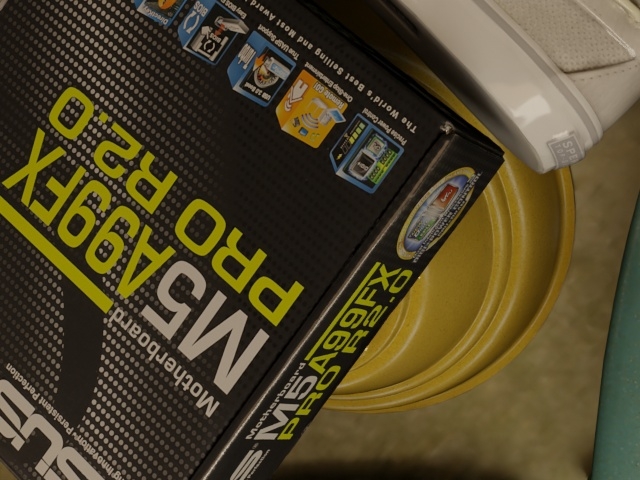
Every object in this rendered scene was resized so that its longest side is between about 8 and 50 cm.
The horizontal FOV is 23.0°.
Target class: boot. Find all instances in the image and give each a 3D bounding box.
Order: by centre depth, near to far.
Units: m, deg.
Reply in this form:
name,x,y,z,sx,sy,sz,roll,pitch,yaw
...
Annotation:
name,x,y,z,sx,sy,sz,roll,pitch,yaw
boot,0.051,-0.157,0.634,0.123,0.095,0.258,-42,84,-2

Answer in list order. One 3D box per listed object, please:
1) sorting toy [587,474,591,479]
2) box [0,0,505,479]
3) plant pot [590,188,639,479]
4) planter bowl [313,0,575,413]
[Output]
name,x,y,z,sx,sy,sz,roll,pitch,yaw
sorting toy,0.123,0.240,0.786,0.196,0.047,0.348,35,114,8
box,-0.092,-0.029,0.645,0.270,0.060,0.216,41,100,24
plant pot,0.195,0.040,0.606,0.165,0.165,0.234,2,92,19
planter bowl,0.000,0.000,0.700,0.217,0.090,0.217,6,113,14
